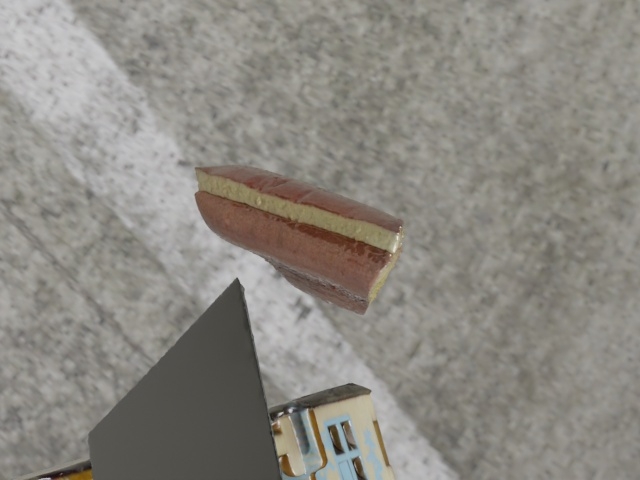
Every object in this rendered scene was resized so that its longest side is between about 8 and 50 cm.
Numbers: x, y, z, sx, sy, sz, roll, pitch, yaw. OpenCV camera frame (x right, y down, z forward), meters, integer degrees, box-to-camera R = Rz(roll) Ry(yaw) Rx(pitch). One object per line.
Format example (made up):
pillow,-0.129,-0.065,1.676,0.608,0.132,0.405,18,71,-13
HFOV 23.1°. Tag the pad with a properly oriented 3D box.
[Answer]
pad,-0.028,0.122,0.420,0.004,0.127,0.190,-2,67,-29

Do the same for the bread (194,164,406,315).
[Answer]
bread,0.000,-0.001,1.157,0.067,0.192,0.119,-59,144,-12

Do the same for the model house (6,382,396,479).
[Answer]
model house,-0.078,0.197,0.712,0.178,0.271,0.207,-7,80,-64
